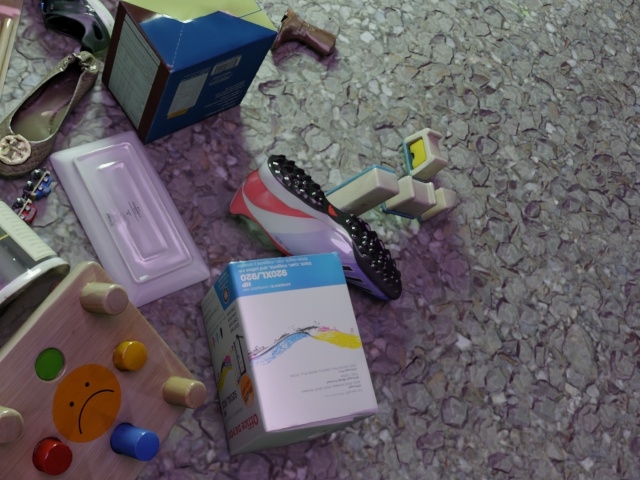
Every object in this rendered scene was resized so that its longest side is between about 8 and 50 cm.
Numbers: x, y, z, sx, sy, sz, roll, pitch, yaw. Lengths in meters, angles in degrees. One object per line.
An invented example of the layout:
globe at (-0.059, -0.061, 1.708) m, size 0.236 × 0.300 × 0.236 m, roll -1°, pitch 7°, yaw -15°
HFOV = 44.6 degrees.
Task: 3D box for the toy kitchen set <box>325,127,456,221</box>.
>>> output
toy kitchen set at (0.116, -0.120, 1.353) m, size 0.207 × 0.122 × 0.166 m, roll 13°, pitch 60°, yaw -41°

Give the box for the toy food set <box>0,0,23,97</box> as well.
toy food set at (-0.565, -0.290, 1.120) m, size 0.220 × 0.092 × 0.306 m, roll 12°, pitch 62°, yaw -19°

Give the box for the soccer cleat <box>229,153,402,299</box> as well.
soccer cleat at (0.000, 0.000, 1.246) m, size 0.318 × 0.116 × 0.108 m, roll 41°, pitch 27°, yaw -21°

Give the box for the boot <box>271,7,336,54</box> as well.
boot at (-0.027, -0.363, 1.431) m, size 0.114 × 0.037 × 0.106 m, roll 30°, pitch 60°, yaw -14°

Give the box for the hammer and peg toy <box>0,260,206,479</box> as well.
hammer and peg toy at (-0.310, 0.238, 0.919) m, size 0.361 × 0.127 × 0.266 m, roll -56°, pitch 130°, yaw -32°

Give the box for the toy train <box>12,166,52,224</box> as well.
toy train at (-0.422, -0.039, 1.105) m, size 0.036 × 0.027 × 0.158 m, roll 28°, pitch 59°, yaw -14°

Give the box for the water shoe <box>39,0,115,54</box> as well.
water shoe at (-0.417, -0.383, 1.241) m, size 0.203 × 0.073 × 0.080 m, roll 42°, pitch 59°, yaw -1°

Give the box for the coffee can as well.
coffee can at (-0.479, 0.004, 0.957) m, size 0.275 × 0.201 × 0.201 m, roll 44°, pitch 57°, yaw 0°

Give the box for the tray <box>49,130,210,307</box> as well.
tray at (-0.283, -0.041, 1.167) m, size 0.145 × 0.030 × 0.270 m, roll -23°, pitch 78°, yaw -30°

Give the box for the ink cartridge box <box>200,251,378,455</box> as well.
ink cartridge box at (-0.051, 0.160, 1.093) m, size 0.168 × 0.171 × 0.232 m, roll -5°, pitch 69°, yaw -26°

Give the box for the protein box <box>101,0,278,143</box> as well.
protein box at (-0.208, -0.285, 1.212) m, size 0.200 × 0.201 × 0.136 m, roll -30°, pitch 81°, yaw -32°

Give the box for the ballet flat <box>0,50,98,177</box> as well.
ballet flat at (-0.409, -0.198, 1.166) m, size 0.084 × 0.058 × 0.250 m, roll 32°, pitch 58°, yaw -7°
